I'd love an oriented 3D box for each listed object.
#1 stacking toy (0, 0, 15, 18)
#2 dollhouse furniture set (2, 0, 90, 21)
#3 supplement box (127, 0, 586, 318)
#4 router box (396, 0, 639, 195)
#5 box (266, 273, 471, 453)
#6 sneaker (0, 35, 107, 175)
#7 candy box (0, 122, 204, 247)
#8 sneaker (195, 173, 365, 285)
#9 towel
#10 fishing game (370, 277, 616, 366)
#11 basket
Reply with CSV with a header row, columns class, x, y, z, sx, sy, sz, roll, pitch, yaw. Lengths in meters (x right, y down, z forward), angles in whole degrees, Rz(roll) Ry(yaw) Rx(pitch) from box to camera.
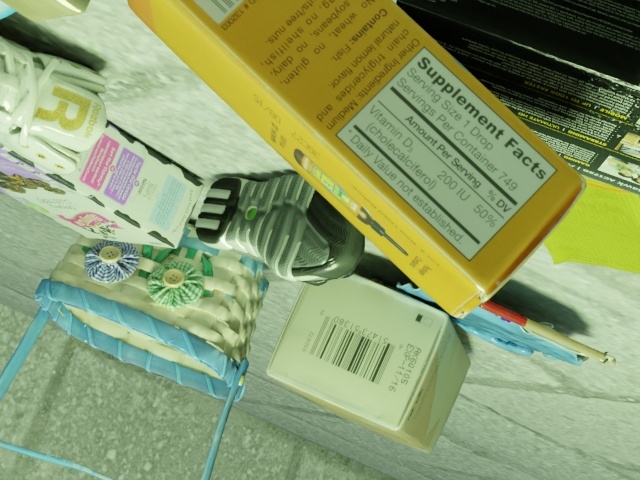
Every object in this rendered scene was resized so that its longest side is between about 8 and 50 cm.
class,x,y,z,sx,sy,sz,roll,pitch,yaw
stacking toy,-0.175,-0.189,0.489,0.166,0.175,0.302,32,174,-29
dollhouse furniture set,0.013,-0.122,0.346,0.161,0.182,0.101,32,162,-36
supplement box,0.011,-0.071,0.586,0.233,0.080,0.078,46,170,5
router box,0.122,-0.081,0.626,0.179,0.046,0.133,21,166,3
box,0.061,0.130,1.290,0.148,0.121,0.311,21,171,16
sneaker,-0.229,-0.124,0.877,0.169,0.108,0.292,20,176,-4
candy box,-0.234,-0.068,1.139,0.196,0.070,0.165,32,162,-37
sneaker,0.000,0.000,1.064,0.132,0.086,0.229,25,177,-34
towel,0.168,-0.025,0.824,0.102,0.021,0.237,13,164,32
fishing game,0.162,0.069,1.154,0.189,0.041,0.264,25,174,-15
basket,-0.198,0.115,1.320,0.255,0.289,0.201,17,165,13
